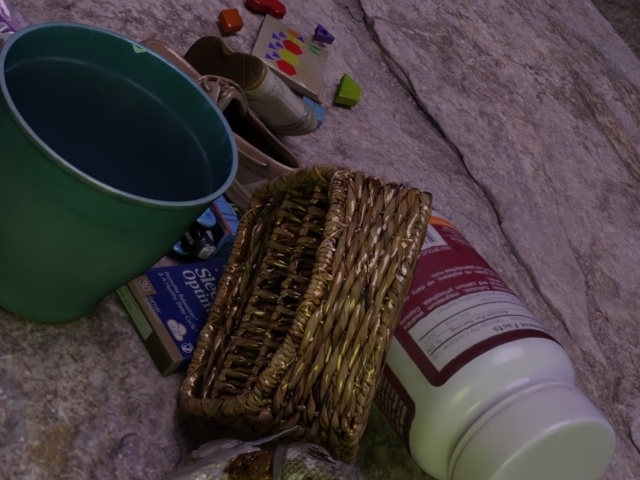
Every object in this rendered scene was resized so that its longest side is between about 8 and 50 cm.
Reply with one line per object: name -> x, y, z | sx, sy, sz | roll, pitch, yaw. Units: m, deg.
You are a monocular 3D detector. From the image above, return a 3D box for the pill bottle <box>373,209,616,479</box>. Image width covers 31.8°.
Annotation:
pill bottle -> 0.169, 0.153, 1.381 | 0.224, 0.224, 0.392 | 9, 31, -37

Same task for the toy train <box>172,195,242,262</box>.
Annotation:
toy train -> -0.172, -0.046, 1.494 | 0.105, 0.080, 0.184 | 9, 40, -51

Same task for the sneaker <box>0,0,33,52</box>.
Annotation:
sneaker -> -0.428, -0.282, 1.522 | 0.104, 0.095, 0.236 | -3, 56, -55

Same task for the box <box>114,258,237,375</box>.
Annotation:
box -> -0.135, 0.088, 1.402 | 0.225, 0.036, 0.136 | -6, 54, -49

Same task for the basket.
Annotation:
basket -> -0.023, 0.065, 1.222 | 0.223, 0.213, 0.299 | 18, 73, 6

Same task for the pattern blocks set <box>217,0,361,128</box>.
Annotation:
pattern blocks set -> -0.053, -0.323, 1.982 | 0.285, 0.026, 0.325 | 34, 33, -6

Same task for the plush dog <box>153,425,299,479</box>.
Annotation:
plush dog -> -0.080, 0.318, 1.068 | 0.262, 0.210, 0.226 | -19, 90, -51

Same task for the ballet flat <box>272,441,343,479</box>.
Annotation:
ballet flat -> 0.010, 0.252, 1.053 | 0.058, 0.250, 0.084 | -4, 56, 11

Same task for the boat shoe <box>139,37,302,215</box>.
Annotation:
boat shoe -> -0.152, -0.188, 1.647 | 0.341, 0.110, 0.121 | 47, 34, 12

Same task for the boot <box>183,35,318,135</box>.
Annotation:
boot -> -0.112, -0.239, 1.772 | 0.213, 0.077, 0.165 | 28, -6, 45

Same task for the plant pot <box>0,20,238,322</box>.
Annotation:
plant pot -> -0.269, -0.055, 1.242 | 0.271, 0.255, 0.272 | 25, 36, -19
